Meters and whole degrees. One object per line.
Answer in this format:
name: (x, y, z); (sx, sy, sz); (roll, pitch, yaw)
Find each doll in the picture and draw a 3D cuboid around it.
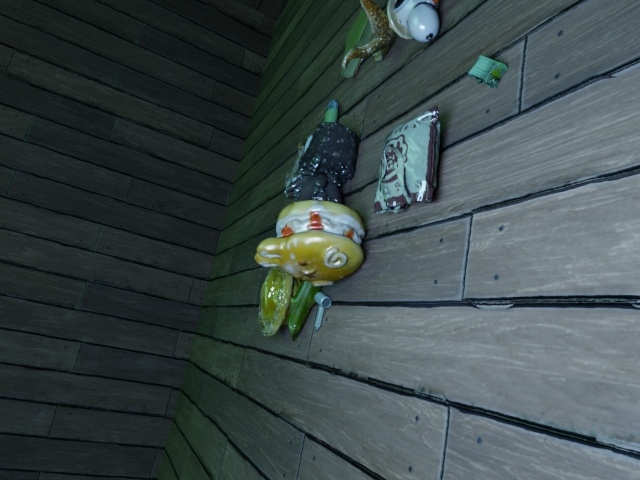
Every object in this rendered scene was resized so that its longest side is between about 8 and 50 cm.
doll: (0.315, -0.700, 1.241); (0.208, 0.143, 0.272); (55, 130, 36)

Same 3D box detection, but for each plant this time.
plant: (0.007, -0.234, 1.495); (0.181, 0.193, 0.321); (-7, 65, 69)

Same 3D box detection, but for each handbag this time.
handbag: (0.212, -0.193, 1.092); (0.213, 0.127, 0.235); (-11, 66, 62)

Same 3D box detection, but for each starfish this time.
starfish: (0.205, -0.687, 1.427); (0.375, 0.094, 0.327); (-43, -14, -13)

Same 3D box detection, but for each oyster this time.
oyster: (-0.094, -0.315, 1.918); (0.345, 0.078, 0.129); (118, 163, -44)

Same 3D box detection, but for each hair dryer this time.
hair dryer: (-0.002, 0.231, 1.394); (0.063, 0.037, 0.125); (-153, 74, -68)

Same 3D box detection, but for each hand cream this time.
hand cream: (0.041, -0.479, 1.780); (0.095, 0.045, 0.175); (-9, 73, 59)

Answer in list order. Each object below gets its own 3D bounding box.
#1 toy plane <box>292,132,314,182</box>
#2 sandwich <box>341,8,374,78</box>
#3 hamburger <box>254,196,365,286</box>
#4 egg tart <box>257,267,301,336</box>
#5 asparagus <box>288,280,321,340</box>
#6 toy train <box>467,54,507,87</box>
toy plane: (-0.019, -0.316, 1.708); (0.252, 0.118, 0.252); (-46, 33, 43)
sandwich: (0.145, -0.786, 1.753); (0.245, 0.063, 0.212); (-60, 23, 26)
hamburger: (-0.025, 0.014, 1.253); (0.261, 0.302, 0.187); (134, 150, -55)
egg tart: (-0.145, 0.216, 1.608); (0.288, 0.118, 0.289); (-45, 36, 46)
asparagus: (-0.042, 0.176, 1.466); (0.085, 0.082, 0.343); (32, 108, 29)
toy train: (0.372, -0.378, 0.980); (0.056, 0.038, 0.093); (-59, 26, 23)
